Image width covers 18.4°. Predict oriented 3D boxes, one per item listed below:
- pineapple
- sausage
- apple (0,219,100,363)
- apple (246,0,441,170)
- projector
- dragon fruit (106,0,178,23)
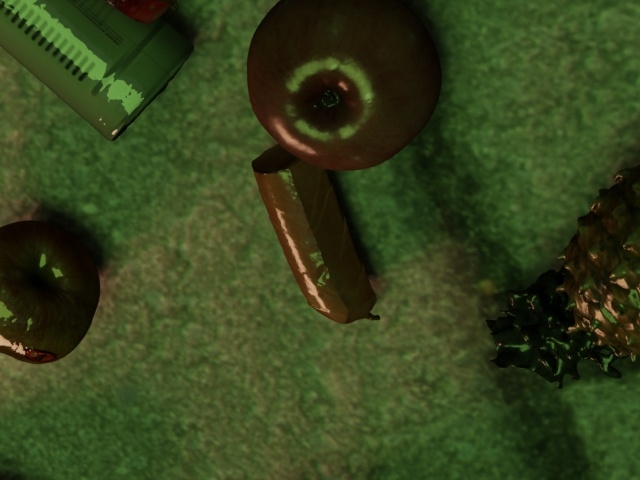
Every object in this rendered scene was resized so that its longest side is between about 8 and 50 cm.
[{"bbox_3d":[0.226,0.037,1.539,0.158,0.158,0.278,46,136,-10],"label":"pineapple"},{"bbox_3d":[-0.001,0.000,1.642,0.065,0.065,0.169,-10,116,25],"label":"sausage"},{"bbox_3d":[-0.256,0.044,1.725,0.126,0.126,0.102,41,149,-6],"label":"apple"},{"bbox_3d":[0.016,-0.126,1.522,0.153,0.120,0.153,9,121,15],"label":"apple"},{"bbox_3d":[-0.258,-0.224,1.573,0.337,0.108,0.108,41,125,-6],"label":"projector"},{"bbox_3d":[-0.143,-0.251,1.507,0.153,0.153,0.111,44,106,-8],"label":"dragon fruit"}]
